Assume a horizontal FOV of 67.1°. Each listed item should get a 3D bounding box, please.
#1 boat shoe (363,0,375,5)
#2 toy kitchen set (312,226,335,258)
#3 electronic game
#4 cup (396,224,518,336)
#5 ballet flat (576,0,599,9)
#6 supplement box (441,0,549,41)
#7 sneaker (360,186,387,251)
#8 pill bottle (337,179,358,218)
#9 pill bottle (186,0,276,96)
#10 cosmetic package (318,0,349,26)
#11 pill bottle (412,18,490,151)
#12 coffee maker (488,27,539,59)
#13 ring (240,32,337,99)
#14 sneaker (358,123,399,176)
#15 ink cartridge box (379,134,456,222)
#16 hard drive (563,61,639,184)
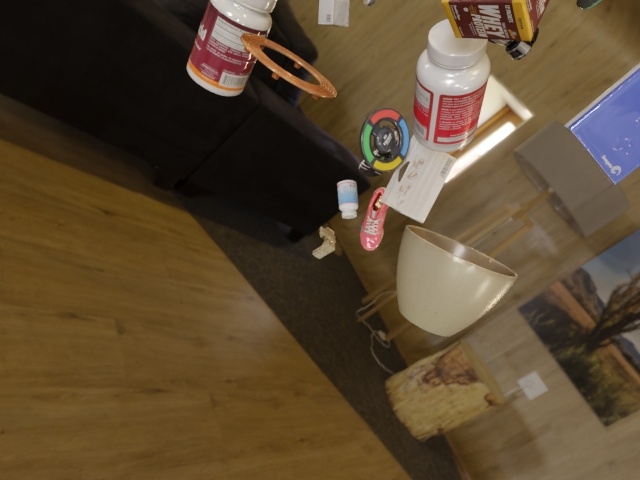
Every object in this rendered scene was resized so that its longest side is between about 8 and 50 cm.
[{"bbox_3d":[0.182,-0.754,1.383,0.065,0.205,0.075,24,-15,-20],"label":"boat shoe"},{"bbox_3d":[0.000,0.000,1.618,0.068,0.075,0.083,36,36,-32],"label":"toy kitchen set"},{"bbox_3d":[0.233,-0.360,1.736,0.229,0.229,0.048,39,-11,-33],"label":"electronic game"},{"bbox_3d":[0.350,0.130,1.374,0.331,0.236,0.331,21,12,-5],"label":"cup"},{"bbox_3d":[0.850,-0.803,1.379,0.096,0.280,0.095,28,33,-36],"label":"ballet flat"},{"bbox_3d":[0.429,-0.597,1.146,0.194,0.191,0.129,21,-8,37],"label":"supplement box"},{"bbox_3d":[0.246,-0.104,2.267,0.116,0.313,0.136,14,3,15],"label":"sneaker"},{"bbox_3d":[0.122,-0.181,2.138,0.087,0.087,0.160,19,64,-59],"label":"pill bottle"},{"bbox_3d":[-0.309,-0.734,1.702,0.224,0.392,0.224,21,39,-18],"label":"pill bottle"},{"bbox_3d":[0.046,-0.799,1.505,0.061,0.238,0.099,16,24,33],"label":"cosmetic package"},{"bbox_3d":[0.427,-0.503,1.592,0.407,0.229,0.229,77,-14,-60],"label":"pill bottle"},{"bbox_3d":[0.680,-0.759,1.708,0.178,0.171,0.120,24,13,-24],"label":"coffee maker"},{"bbox_3d":[-0.098,-0.533,1.493,0.337,0.032,0.336,28,28,-16],"label":"ring"},{"bbox_3d":[0.267,-0.399,2.086,0.107,0.281,0.162,23,60,-16],"label":"sneaker"},{"bbox_3d":[0.378,-0.248,1.931,0.261,0.296,0.066,22,9,-33],"label":"ink cartridge box"},{"bbox_3d":[0.786,-0.314,1.158,0.210,0.319,0.040,41,20,-18],"label":"hard drive"}]
